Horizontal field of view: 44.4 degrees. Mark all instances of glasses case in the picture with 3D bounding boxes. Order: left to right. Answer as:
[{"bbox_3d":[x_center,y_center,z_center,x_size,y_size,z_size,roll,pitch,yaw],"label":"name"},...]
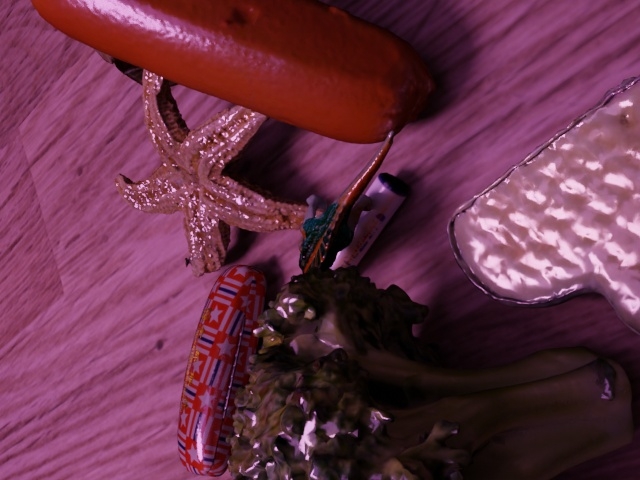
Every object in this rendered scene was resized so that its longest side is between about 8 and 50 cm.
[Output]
[{"bbox_3d":[-0.097,0.117,0.727,0.073,0.049,0.194,-15,61,58],"label":"glasses case"}]

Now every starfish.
[{"bbox_3d":[-0.108,-0.065,0.730,0.277,0.062,0.236,13,120,34],"label":"starfish"}]

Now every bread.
[{"bbox_3d":[0.192,-0.026,0.502,0.232,0.064,0.172,11,97,39],"label":"bread"}]

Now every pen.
[{"bbox_3d":[-0.005,0.051,0.696,0.033,0.033,0.269,50,120,29],"label":"pen"}]

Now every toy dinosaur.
[{"bbox_3d":[0.004,0.002,0.601,0.106,0.044,0.187,-64,11,-29],"label":"toy dinosaur"}]

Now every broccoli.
[{"bbox_3d":[0.055,0.154,0.513,0.235,0.260,0.288,-39,63,50],"label":"broccoli"}]

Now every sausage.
[{"bbox_3d":[-0.080,-0.160,0.610,0.097,0.348,0.094,107,-176,-60],"label":"sausage"}]

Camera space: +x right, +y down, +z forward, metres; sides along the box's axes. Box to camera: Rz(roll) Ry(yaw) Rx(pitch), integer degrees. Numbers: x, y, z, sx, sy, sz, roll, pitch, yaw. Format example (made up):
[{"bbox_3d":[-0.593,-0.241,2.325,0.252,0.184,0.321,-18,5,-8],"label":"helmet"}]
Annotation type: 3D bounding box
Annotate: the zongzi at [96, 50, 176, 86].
[{"bbox_3d":[-0.116,-0.317,0.739,0.286,0.134,0.288,-32,56,43],"label":"zongzi"}]
